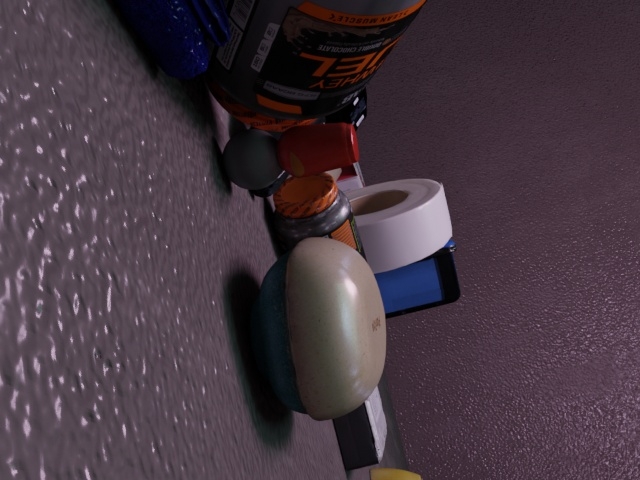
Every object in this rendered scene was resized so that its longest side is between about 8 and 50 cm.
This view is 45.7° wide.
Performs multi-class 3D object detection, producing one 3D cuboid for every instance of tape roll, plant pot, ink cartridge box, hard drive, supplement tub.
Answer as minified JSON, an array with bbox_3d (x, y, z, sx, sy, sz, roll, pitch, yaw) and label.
[{"bbox_3d":[0.113,-0.030,1.499,0.286,0.286,0.100,-88,163,-73],"label":"tape roll"},{"bbox_3d":[0.162,0.513,1.516,0.134,0.095,0.134,-16,90,-85],"label":"plant pot"},{"bbox_3d":[0.052,-0.189,2.200,0.309,0.130,0.271,-98,170,-57],"label":"ink cartridge box"},{"bbox_3d":[0.058,0.253,1.340,0.339,0.064,0.236,38,36,-81],"label":"hard drive"},{"bbox_3d":[-0.008,-0.253,0.741,0.338,0.207,0.207,134,-54,-64],"label":"supplement tub"},{"bbox_3d":[0.000,0.000,1.117,0.117,0.117,0.190,-98,172,-55],"label":"supplement tub"}]

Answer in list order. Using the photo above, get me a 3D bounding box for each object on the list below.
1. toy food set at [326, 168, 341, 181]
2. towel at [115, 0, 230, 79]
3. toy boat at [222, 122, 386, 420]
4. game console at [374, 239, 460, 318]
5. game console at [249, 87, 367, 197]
[{"bbox_3d":[-0.036,-0.224,1.677,0.306,0.093,0.219,-64,140,-70],"label":"toy food set"},{"bbox_3d":[-0.149,-0.296,0.566,0.308,0.076,0.227,66,11,-61],"label":"towel"},{"bbox_3d":[-0.019,0.029,0.814,0.267,0.148,0.318,26,57,-77],"label":"toy boat"},{"bbox_3d":[0.175,0.108,1.738,0.250,0.293,0.173,-44,119,-84],"label":"game console"},{"bbox_3d":[-0.019,-0.204,1.069,0.361,0.044,0.213,-57,141,-46],"label":"game console"}]
